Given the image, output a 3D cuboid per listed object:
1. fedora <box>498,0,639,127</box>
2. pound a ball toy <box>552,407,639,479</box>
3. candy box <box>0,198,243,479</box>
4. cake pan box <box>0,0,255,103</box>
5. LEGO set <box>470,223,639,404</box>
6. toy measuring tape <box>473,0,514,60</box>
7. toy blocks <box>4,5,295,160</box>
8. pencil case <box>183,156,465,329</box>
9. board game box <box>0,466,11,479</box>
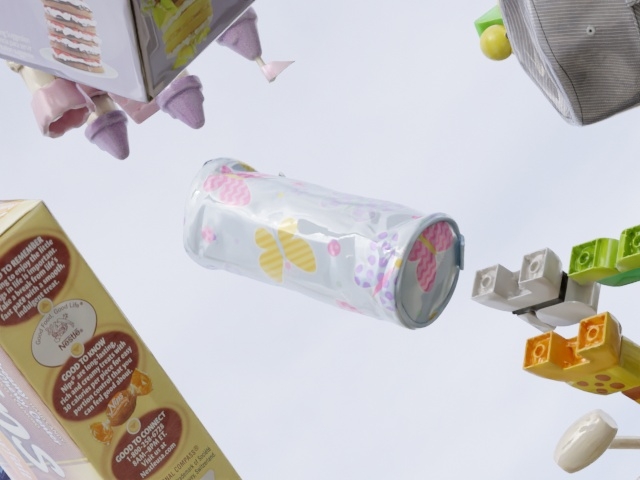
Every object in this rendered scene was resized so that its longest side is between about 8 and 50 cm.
[{"bbox_3d":[0.245,-0.203,1.596,0.124,0.244,0.275,-27,-76,-4],"label":"fedora"},{"bbox_3d":[0.434,0.247,1.901,0.319,0.208,0.135,-3,-44,-48],"label":"pound a ball toy"},{"bbox_3d":[-0.173,0.118,1.196,0.087,0.183,0.316,-44,-65,-27],"label":"candy box"},{"bbox_3d":[-0.124,-0.186,0.819,0.245,0.267,0.070,-50,-32,-41],"label":"cake pan box"},{"bbox_3d":[0.185,0.044,0.896,0.093,0.227,0.087,31,-123,-30],"label":"LEGO set"},{"bbox_3d":[0.304,-0.297,2.010,0.330,0.121,0.121,-39,-35,-33],"label":"toy measuring tape"},{"bbox_3d":[-0.211,-0.212,1.835,0.289,0.260,0.309,-35,-16,14],"label":"toy blocks"},{"bbox_3d":[0.000,0.000,1.635,0.124,0.273,0.113,-16,-63,-52],"label":"pencil case"},{"bbox_3d":[-0.315,0.162,1.741,0.201,0.136,0.035,-34,8,23],"label":"board game box"}]
